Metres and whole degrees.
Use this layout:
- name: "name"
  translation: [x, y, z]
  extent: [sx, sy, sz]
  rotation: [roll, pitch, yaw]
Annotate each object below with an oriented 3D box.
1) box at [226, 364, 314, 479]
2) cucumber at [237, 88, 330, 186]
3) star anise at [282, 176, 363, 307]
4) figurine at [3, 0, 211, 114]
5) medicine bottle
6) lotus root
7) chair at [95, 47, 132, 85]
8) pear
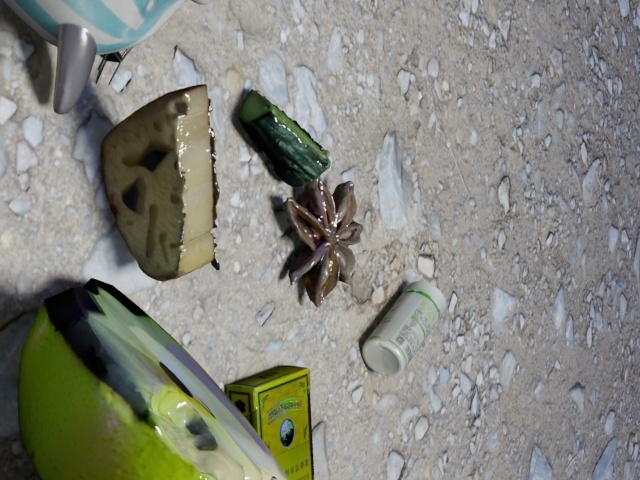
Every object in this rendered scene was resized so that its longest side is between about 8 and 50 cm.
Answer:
- name: "box"
  translation: [-0.073, 0.312, 1.581]
  extent: [0.141, 0.064, 0.220]
  rotation: [-10, 98, -53]
- name: "cucumber"
  translation: [-0.052, -0.143, 1.581]
  extent: [0.193, 0.086, 0.115]
  rotation: [48, 10, -43]
- name: "star anise"
  translation: [0.009, -0.008, 1.676]
  extent: [0.197, 0.073, 0.212]
  rotation: [-19, 110, -49]
- name: "figurine"
  translation: [-0.256, -0.337, 1.199]
  extent: [0.361, 0.266, 0.378]
  rotation: [-12, 130, -51]
- name: "medicine bottle"
  translation: [0.152, 0.158, 1.872]
  extent: [0.183, 0.086, 0.086]
  rotation: [-47, 128, -43]
- name: "lotus root"
  translation: [-0.201, -0.075, 1.297]
  extent: [0.074, 0.170, 0.261]
  rotation: [-29, 125, -43]
- name: "chair"
  translation: [-0.265, -0.241, 1.309]
  extent: [0.086, 0.037, 0.042]
  rotation: [-65, 150, -24]
- name: "pear"
  translation: [-0.213, 0.230, 1.194]
  extent: [0.165, 0.399, 0.399]
  rotation: [-43, 134, -1]
